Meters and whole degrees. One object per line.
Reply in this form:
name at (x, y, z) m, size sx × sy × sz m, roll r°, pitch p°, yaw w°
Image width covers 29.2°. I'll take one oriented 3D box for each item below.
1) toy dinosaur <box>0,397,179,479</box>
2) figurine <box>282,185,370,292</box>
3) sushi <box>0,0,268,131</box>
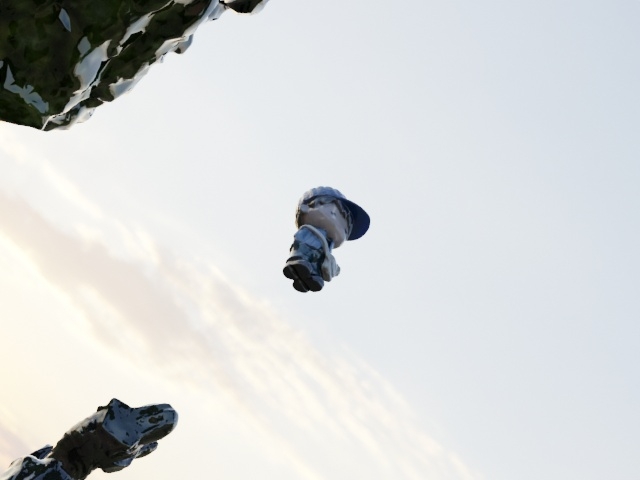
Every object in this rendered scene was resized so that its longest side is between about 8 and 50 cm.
toy dinosaur at (-0.156, 0.132, 0.636) m, size 0.087 × 0.187 × 0.179 m, roll 30°, pitch -29°, yaw 7°
figurine at (0.000, 0.000, 1.475) m, size 0.087 × 0.149 × 0.086 m, roll -18°, pitch -56°, yaw 39°
sushi at (-0.185, -0.238, 0.631) m, size 0.294 × 0.178 × 0.352 m, roll 46°, pitch 7°, yaw -44°
